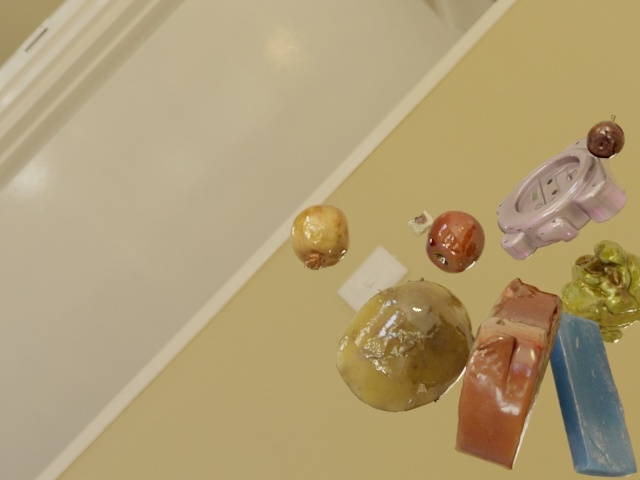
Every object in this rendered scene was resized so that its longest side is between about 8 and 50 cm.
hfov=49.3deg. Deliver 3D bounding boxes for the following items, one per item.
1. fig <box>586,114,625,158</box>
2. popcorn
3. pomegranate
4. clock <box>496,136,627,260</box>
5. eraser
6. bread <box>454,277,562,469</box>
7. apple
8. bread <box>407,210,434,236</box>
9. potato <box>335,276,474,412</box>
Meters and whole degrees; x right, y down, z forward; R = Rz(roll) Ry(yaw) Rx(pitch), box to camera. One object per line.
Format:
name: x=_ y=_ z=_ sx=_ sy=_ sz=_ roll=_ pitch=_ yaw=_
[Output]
fig: x=0.678 y=-0.249 z=1.643 sx=0.088 sy=0.125 sz=0.089 roll=22 pitch=-46 yaw=25
popcorn: x=0.779 y=0.140 z=1.898 sx=0.241 sy=0.250 sz=0.235 roll=30 pitch=11 yaw=-6
pomegranate: x=0.003 y=-0.013 z=2.202 sx=0.207 sy=0.207 sz=0.207 roll=44 pitch=1 yaw=-1
clock: x=0.610 y=-0.104 z=1.818 sx=0.113 sy=0.322 sz=0.296 roll=41 pitch=29 yaw=-17
eraser: x=0.516 y=0.292 z=1.348 sx=0.144 sy=0.042 sz=0.312 roll=15 pitch=56 yaw=-29
bread: x=0.326 y=0.232 z=1.208 sx=0.114 sy=0.295 sz=0.327 roll=16 pitch=31 yaw=22
apple: x=0.402 y=0.004 z=2.100 sx=0.181 sy=0.168 sz=0.181 roll=36 pitch=-23 yaw=18
bread: x=0.342 y=-0.055 z=2.358 sx=0.070 sy=0.083 sz=0.035 roll=58 pitch=-3 yaw=36
potato: x=0.179 y=0.191 z=1.343 sx=0.239 sy=0.299 sz=0.116 roll=52 pitch=-18 yaw=14
